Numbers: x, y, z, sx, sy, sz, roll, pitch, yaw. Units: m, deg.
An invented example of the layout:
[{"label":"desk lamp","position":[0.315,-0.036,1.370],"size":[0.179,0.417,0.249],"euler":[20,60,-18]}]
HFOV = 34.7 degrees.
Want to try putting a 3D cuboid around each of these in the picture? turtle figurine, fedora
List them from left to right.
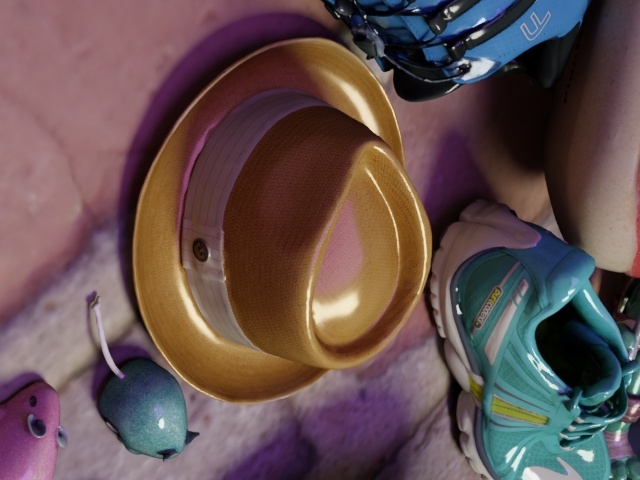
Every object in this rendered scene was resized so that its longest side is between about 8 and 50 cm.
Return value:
[{"label":"fedora","position":[0.000,0.000,0.509],"size":[0.194,0.079,0.194],"euler":[-18,117,-39]},{"label":"turtle figurine","position":[0.273,0.072,0.771],"size":[0.175,0.118,0.234],"euler":[-2,126,-9]}]

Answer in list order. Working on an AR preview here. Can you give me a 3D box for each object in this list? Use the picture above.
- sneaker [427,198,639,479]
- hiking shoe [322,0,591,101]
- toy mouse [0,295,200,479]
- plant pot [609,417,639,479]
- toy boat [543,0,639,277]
[{"label":"sneaker","position":[0.150,0.097,0.670],"size":[0.107,0.110,0.275],"euler":[-45,132,-22]},{"label":"hiking shoe","position":[0.047,-0.128,0.479],"size":[0.304,0.113,0.132],"euler":[-9,111,-42]},{"label":"toy mouse","position":[-0.106,0.098,0.478],"size":[0.161,0.031,0.143],"euler":[3,103,-45]},{"label":"plant pot","position":[0.331,0.311,0.868],"size":[0.293,0.196,0.293],"euler":[-19,119,-39]},{"label":"toy boat","position":[0.225,-0.088,0.616],"size":[0.151,0.151,0.231],"euler":[-72,172,-77]}]
